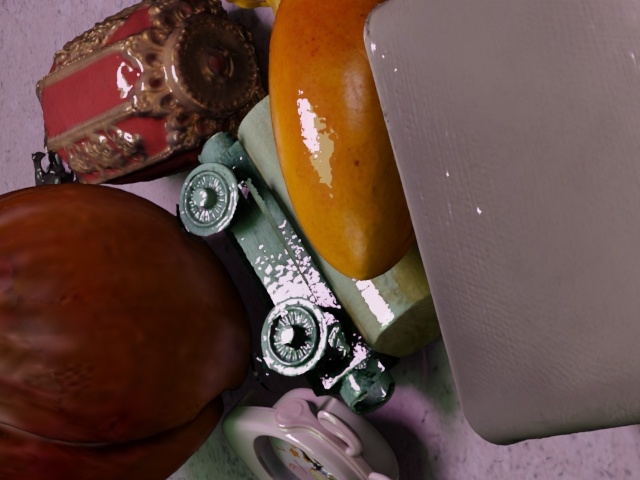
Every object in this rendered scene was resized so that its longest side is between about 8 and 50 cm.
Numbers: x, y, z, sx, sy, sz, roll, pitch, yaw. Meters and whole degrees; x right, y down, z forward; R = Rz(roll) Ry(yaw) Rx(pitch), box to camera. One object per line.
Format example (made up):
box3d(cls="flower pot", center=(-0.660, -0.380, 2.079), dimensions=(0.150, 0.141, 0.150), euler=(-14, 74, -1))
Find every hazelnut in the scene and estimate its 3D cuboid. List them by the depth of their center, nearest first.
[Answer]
box3d(cls="hazelnut", center=(-0.250, 0.100, 1.213), dimensions=(0.315, 0.372, 0.372), euler=(53, 135, 39))

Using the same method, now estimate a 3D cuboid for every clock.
box3d(cls="clock", center=(0.004, 0.196, 1.149), dimensions=(0.151, 0.062, 0.191), euler=(51, 151, -14))

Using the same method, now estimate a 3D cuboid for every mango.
box3d(cls="mango", center=(0.027, -0.096, 0.996), dimensions=(0.187, 0.138, 0.257), euler=(90, -178, -57))

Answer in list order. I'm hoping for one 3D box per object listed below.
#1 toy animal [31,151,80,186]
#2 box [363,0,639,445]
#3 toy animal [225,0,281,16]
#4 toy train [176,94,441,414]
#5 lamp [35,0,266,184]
box3d(cls="toy animal", center=(-0.315, -0.065, 1.587), dimensions=(0.136, 0.047, 0.065), euler=(30, 125, 44))
box3d(cls="box", center=(0.212, -0.064, 0.797), dimensions=(0.344, 0.177, 0.352), euler=(-24, 78, 53))
box3d(cls="toy animal", center=(-0.059, -0.290, 1.124), dimensions=(0.229, 0.156, 0.156), euler=(60, 138, 30))
box3d(cls="toy train", center=(-0.004, -0.002, 1.112), dimensions=(0.189, 0.126, 0.307), euler=(-48, 58, 27))
box3d(cls="lamp", center=(-0.176, -0.146, 1.295), dimensions=(0.274, 0.177, 0.177), euler=(-11, 88, 50))
